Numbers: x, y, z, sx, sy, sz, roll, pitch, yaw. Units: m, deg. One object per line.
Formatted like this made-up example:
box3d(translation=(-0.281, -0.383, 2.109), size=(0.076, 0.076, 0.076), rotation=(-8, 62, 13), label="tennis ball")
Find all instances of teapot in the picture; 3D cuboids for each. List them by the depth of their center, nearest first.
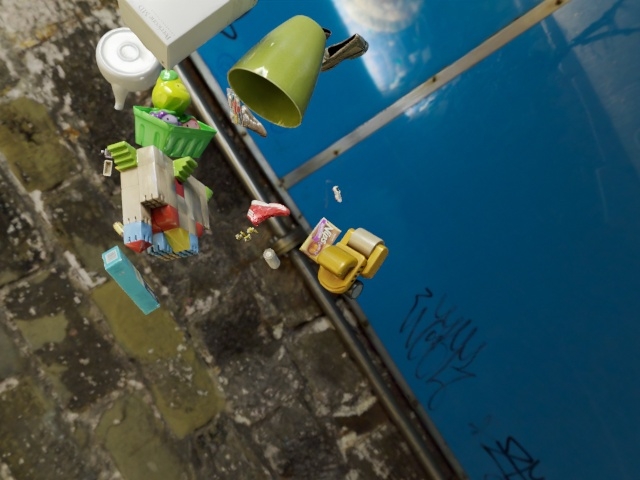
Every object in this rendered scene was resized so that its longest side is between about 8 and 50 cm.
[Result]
box3d(translation=(-0.734, -0.682, 1.800), size=(0.253, 0.255, 0.187), rotation=(61, -19, 6), label="teapot")

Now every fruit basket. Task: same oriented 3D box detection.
box3d(translation=(-0.689, -0.604, 2.204), size=(0.282, 0.392, 0.392), rotation=(28, -26, 17), label="fruit basket")

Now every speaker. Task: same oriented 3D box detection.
box3d(translation=(-0.227, 0.087, 2.166), size=(0.055, 0.055, 0.136), rotation=(49, -8, 21), label="speaker")

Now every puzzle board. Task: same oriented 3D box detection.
box3d(translation=(-0.318, -0.493, 1.713), size=(0.096, 0.011, 0.128), rotation=(31, -46, 46), label="puzzle board")

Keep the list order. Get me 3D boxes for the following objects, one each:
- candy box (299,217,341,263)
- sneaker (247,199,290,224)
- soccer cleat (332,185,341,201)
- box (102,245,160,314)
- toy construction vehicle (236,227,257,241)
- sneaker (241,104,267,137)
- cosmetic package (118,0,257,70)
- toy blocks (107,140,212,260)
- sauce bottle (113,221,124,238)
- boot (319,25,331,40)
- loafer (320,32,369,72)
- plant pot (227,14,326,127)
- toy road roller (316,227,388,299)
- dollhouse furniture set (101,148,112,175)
box3d(translation=(0.000, 0.000, 2.150), size=(0.109, 0.187, 0.053), rotation=(38, -18, -5), label="candy box")
box3d(translation=(-0.263, -0.118, 2.287), size=(0.221, 0.128, 0.087), rotation=(10, -23, 27), label="sneaker")
box3d(translation=(0.088, -0.231, 2.304), size=(0.035, 0.029, 0.084), rotation=(-19, -86, 51), label="soccer cleat")
box3d(translation=(-0.651, 0.141, 1.595), size=(0.100, 0.060, 0.244), rotation=(45, -17, 48), label="box")
box3d(translation=(-0.369, -0.032, 2.309), size=(0.035, 0.098, 0.086), rotation=(57, 3, 27), label="toy construction vehicle")
box3d(translation=(-0.333, -0.551, 2.199), size=(0.188, 0.071, 0.066), rotation=(50, -12, 4), label="sneaker")
box3d(translation=(-0.358, -0.681, 1.297), size=(0.197, 0.365, 0.155), rotation=(46, -18, -9), label="cosmetic package")
box3d(translation=(-0.406, -0.068, 1.249), size=(0.381, 0.190, 0.261), rotation=(48, 30, -71), label="toy blocks")
box3d(translation=(-0.938, -0.036, 2.201), size=(0.128, 0.042, 0.042), rotation=(43, -21, 19), label="sauce bottle")
box3d(translation=(-0.007, -0.876, 2.112), size=(0.206, 0.248, 0.090), rotation=(-26, -113, 51), label="boot")
box3d(translation=(0.064, -0.770, 1.879), size=(0.267, 0.096, 0.084), rotation=(-10, -26, 32), label="loafer")
box3d(translation=(-0.110, -0.573, 1.508), size=(0.274, 0.294, 0.275), rotation=(28, -13, 7), label="plant pot")
box3d(translation=(0.124, 0.082, 2.045), size=(0.202, 0.330, 0.240), rotation=(31, -9, 31), label="toy road roller")
box3d(translation=(-0.896, -0.333, 1.972), size=(0.081, 0.090, 0.115), rotation=(-39, 137, -86), label="dollhouse furniture set")
